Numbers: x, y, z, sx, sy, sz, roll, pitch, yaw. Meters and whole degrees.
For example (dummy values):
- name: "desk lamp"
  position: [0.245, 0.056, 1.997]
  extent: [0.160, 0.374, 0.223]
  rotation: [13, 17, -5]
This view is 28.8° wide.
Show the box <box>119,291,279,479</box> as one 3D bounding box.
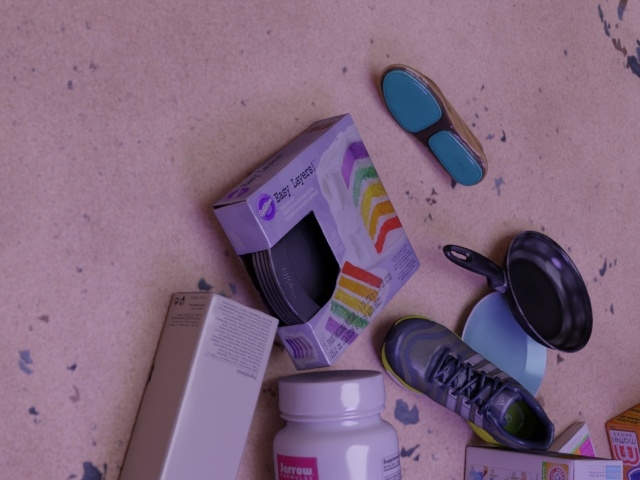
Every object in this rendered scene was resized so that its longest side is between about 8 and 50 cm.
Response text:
- name: "box"
  position: [-0.148, 0.206, 1.488]
  extent: [0.113, 0.094, 0.275]
  rotation: [27, 72, -35]

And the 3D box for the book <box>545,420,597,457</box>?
- name: "book"
  position: [0.406, 0.370, 1.957]
  extent: [0.096, 0.035, 0.144]
  rotation: [-29, 106, -39]

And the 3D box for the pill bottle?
- name: "pill bottle"
  position: [0.023, 0.311, 1.575]
  extent: [0.160, 0.160, 0.283]
  rotation: [-5, 90, -38]

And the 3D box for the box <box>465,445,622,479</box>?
- name: "box"
  position: [0.316, 0.354, 1.776]
  extent: [0.114, 0.203, 0.103]
  rotation: [9, 83, -38]

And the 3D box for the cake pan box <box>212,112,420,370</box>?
- name: "cake pan box"
  position: [0.000, 0.000, 1.602]
  extent: [0.267, 0.070, 0.245]
  rotation: [-42, 111, -45]

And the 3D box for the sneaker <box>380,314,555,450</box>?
- name: "sneaker"
  position: [0.214, 0.200, 1.735]
  extent: [0.300, 0.121, 0.111]
  rotation: [33, 80, -22]

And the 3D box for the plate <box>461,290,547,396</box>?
- name: "plate"
  position: [0.269, 0.169, 1.863]
  extent: [0.188, 0.024, 0.188]
  rotation: [2, 87, -38]

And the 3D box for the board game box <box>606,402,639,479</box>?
- name: "board game box"
  position: [0.742, 0.413, 2.011]
  extent: [0.356, 0.356, 0.356]
  rotation: [-18, 99, -37]

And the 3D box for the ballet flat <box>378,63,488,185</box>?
- name: "ballet flat"
  position: [0.159, -0.173, 1.776]
  extent: [0.232, 0.080, 0.073]
  rotation: [50, 32, -28]

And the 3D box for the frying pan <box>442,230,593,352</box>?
- name: "frying pan"
  position: [0.296, 0.087, 1.829]
  extent: [0.326, 0.053, 0.197]
  rotation: [-10, 74, -48]
